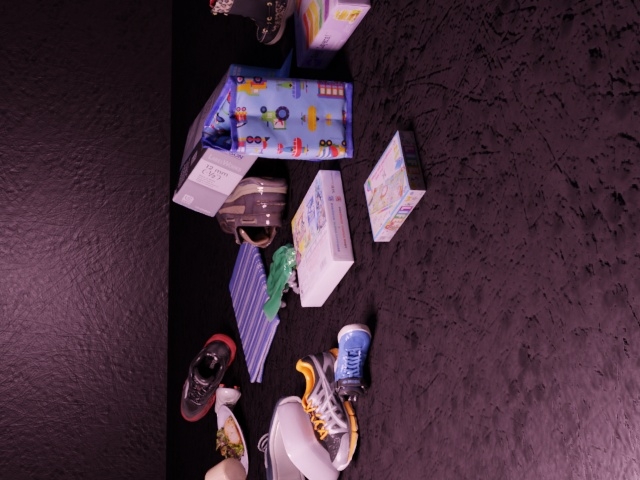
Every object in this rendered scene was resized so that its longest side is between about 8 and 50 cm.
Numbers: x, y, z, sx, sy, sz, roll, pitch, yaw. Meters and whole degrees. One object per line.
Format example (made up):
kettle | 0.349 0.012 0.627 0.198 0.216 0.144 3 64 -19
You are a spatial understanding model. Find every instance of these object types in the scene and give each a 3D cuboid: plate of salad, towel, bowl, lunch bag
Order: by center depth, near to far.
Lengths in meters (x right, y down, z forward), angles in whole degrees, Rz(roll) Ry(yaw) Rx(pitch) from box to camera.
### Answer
bowl | -0.015 0.360 1.534 0.142 0.053 0.142 50 -169 -33
lunch bag | -0.091 -0.208 1.591 0.293 0.221 0.138 175 95 -72
towel | -0.162 0.152 2.124 0.336 0.040 0.243 -110 29 -43
plate of salad | -0.242 0.536 2.266 0.200 0.048 0.199 38 135 51

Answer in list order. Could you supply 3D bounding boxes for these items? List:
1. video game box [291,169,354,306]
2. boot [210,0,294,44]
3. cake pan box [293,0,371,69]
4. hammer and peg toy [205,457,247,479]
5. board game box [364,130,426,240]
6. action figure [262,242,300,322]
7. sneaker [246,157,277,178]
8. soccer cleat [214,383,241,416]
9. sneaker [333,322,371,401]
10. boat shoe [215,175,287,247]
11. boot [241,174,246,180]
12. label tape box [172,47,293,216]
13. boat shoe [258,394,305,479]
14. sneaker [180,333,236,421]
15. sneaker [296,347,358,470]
video game box | 0.000 0.000 1.589 0.205 0.048 0.187 123 142 -58
boot | -0.159 -0.510 1.879 0.236 0.179 0.085 146 123 -68
cake pan box | 0.013 -0.479 1.534 0.246 0.070 0.266 147 123 -66
hammer and peg toy | -0.076 0.554 1.513 0.127 0.266 0.361 -45 42 34
board game box | 0.109 -0.079 1.284 0.154 0.026 0.103 121 145 -58
action figure | -0.073 0.069 1.787 0.232 0.064 0.137 118 150 -62
sneaker | -0.126 -0.206 1.988 0.071 0.066 0.188 -85 13 -51
soccer cleat | -0.256 0.440 2.334 0.196 0.068 0.076 117 162 -69
sneaker | 0.054 0.206 1.392 0.152 0.058 0.084 105 163 -48
boat shoe | -0.170 -0.049 1.983 0.355 0.132 0.130 146 123 -70
boot | -0.253 -0.184 2.192 0.246 0.161 0.083 133 134 -65
label tape box | -0.194 -0.253 1.886 0.347 0.115 0.249 -48 27 45
boat shoe | -0.072 0.426 1.735 0.079 0.095 0.254 25 123 58
sneaker | -0.327 0.391 2.362 0.276 0.098 0.135 -64 -5 15
sneaker | 0.010 0.295 1.493 0.084 0.083 0.214 121 144 -55
